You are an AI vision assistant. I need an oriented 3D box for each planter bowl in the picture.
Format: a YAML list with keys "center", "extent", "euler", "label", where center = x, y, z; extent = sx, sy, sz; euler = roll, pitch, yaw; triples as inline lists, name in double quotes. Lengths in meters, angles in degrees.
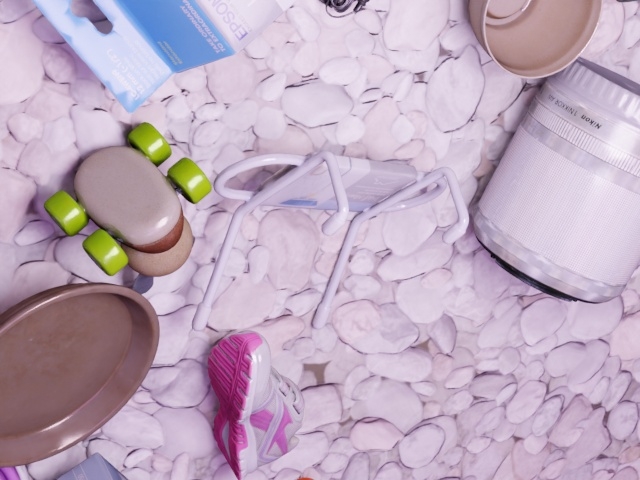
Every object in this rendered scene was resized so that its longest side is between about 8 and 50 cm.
- center: [0.245, -0.291, 1.522]
  extent: [0.162, 0.109, 0.162]
  euler: [-11, 121, -19]
  label: "planter bowl"

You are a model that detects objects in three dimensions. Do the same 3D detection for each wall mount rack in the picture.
- center: [0.000, 0.000, 1.541]
  extent: [0.350, 0.130, 0.304]
  euler: [4, 154, -41]
  label: "wall mount rack"

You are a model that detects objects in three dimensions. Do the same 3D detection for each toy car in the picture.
- center: [-0.206, -0.014, 1.483]
  extent: [0.155, 0.149, 0.188]
  euler: [-41, 151, -13]
  label: "toy car"

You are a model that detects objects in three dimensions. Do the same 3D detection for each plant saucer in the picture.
- center: [-0.315, 0.152, 1.469]
  extent: [0.278, 0.041, 0.278]
  euler: [-29, 145, -23]
  label: "plant saucer"

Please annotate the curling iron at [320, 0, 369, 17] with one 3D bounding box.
- center: [0.049, -0.386, 1.428]
  extent: [0.068, 0.035, 0.274]
  euler: [1, 117, -22]
  label: "curling iron"

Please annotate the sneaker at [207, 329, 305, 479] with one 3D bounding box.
- center: [-0.078, 0.204, 1.653]
  extent: [0.111, 0.103, 0.252]
  euler: [-19, 140, -22]
  label: "sneaker"

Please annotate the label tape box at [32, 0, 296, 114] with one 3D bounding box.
- center: [-0.131, -0.326, 1.286]
  extent: [0.347, 0.115, 0.249]
  euler: [-44, 117, -10]
  label: "label tape box"

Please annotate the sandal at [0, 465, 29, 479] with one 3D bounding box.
- center: [-0.468, 0.220, 1.487]
  extent: [0.169, 0.102, 0.416]
  euler: [-36, 127, -3]
  label: "sandal"

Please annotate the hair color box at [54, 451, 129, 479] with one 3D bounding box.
- center: [-0.384, 0.450, 1.617]
  extent: [0.374, 0.113, 0.185]
  euler: [-34, 143, -3]
  label: "hair color box"

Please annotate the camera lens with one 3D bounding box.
- center: [0.340, -0.073, 1.615]
  extent: [0.219, 0.219, 0.274]
  euler: [17, 109, -30]
  label: "camera lens"

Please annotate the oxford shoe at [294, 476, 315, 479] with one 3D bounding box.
- center: [-0.080, 0.463, 1.800]
  extent: [0.271, 0.097, 0.098]
  euler: [-40, 131, 1]
  label: "oxford shoe"

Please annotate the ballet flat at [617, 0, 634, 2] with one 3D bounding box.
- center: [0.434, -0.412, 1.561]
  extent: [0.087, 0.083, 0.247]
  euler: [-9, 123, -36]
  label: "ballet flat"
